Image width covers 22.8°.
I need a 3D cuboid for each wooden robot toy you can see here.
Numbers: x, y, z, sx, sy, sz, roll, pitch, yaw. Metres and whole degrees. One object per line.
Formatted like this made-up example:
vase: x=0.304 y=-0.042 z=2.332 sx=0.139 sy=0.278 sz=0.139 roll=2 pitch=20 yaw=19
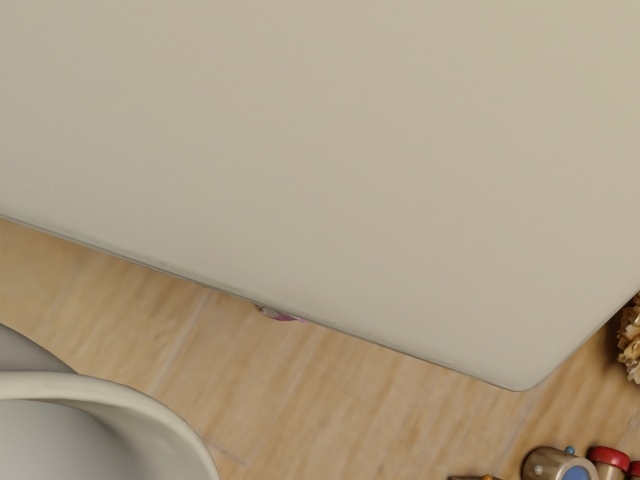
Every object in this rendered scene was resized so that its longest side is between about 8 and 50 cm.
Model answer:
wooden robot toy: x=0.156 y=0.149 z=0.816 sx=0.173 sy=0.079 sz=0.076 roll=23 pitch=84 yaw=-24

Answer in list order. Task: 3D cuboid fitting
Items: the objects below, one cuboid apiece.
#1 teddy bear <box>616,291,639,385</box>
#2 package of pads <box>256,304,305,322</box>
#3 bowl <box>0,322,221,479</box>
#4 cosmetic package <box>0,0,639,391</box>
teddy bear: x=0.260 y=-0.062 z=0.849 sx=0.245 sy=0.113 sz=0.338 roll=-2 pitch=102 yaw=-17
package of pads: x=0.000 y=0.000 z=0.752 sx=0.032 sy=0.050 sz=0.083 roll=38 pitch=78 yaw=-16
bowl: x=-0.189 y=0.117 z=0.513 sx=0.298 sy=0.134 sz=0.298 roll=-29 pitch=146 yaw=-23
cosmetic package: x=0.030 y=-0.221 z=0.507 sx=0.327 sy=0.393 sz=0.329 roll=20 pitch=41 yaw=-25
